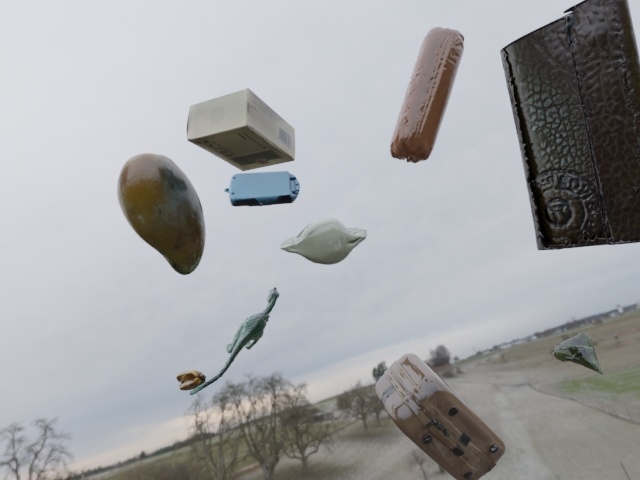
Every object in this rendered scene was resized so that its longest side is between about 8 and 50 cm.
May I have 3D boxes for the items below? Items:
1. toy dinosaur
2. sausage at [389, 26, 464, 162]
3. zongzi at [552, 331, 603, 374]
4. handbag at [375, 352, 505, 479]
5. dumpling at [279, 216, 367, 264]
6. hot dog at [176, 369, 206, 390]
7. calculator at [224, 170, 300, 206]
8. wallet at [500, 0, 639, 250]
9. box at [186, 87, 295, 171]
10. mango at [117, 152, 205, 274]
[{"bbox_3d":[-0.212,0.281,1.106,0.383,0.076,0.129,-60,-3,-45],"label":"toy dinosaur"},{"bbox_3d":[0.208,-0.284,0.806,0.086,0.289,0.086,18,-12,4],"label":"sausage"},{"bbox_3d":[0.675,0.317,1.105,0.055,0.119,0.109,30,-48,-17],"label":"zongzi"},{"bbox_3d":[0.268,0.409,1.018,0.149,0.302,0.283,-46,20,1],"label":"handbag"},{"bbox_3d":[0.000,0.000,1.207,0.252,0.131,0.179,-15,16,-14],"label":"dumpling"},{"bbox_3d":[-0.334,0.361,1.085,0.041,0.056,0.133,-9,-14,-42],"label":"hot dog"},{"bbox_3d":[-0.225,-0.199,1.611,0.293,0.173,0.051,-3,-41,-3],"label":"calculator"},{"bbox_3d":[0.267,-0.113,0.437,0.039,0.243,0.133,-10,-1,-33],"label":"wallet"},{"bbox_3d":[-0.181,-0.252,0.989,0.168,0.095,0.212,-4,-12,25],"label":"box"},{"bbox_3d":[-0.378,-0.064,1.038,0.146,0.316,0.193,-10,22,34],"label":"mango"}]
